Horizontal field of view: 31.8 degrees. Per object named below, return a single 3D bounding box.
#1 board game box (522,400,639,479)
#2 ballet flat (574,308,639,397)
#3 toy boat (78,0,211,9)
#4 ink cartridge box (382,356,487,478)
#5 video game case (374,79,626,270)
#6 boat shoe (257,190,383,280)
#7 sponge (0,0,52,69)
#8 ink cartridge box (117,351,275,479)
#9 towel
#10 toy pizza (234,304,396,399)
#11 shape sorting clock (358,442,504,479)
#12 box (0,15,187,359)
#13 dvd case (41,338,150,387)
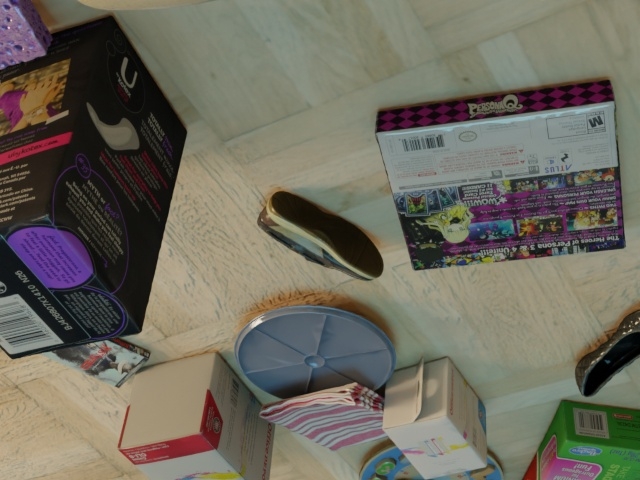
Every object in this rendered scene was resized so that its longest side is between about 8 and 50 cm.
[{"bbox_3d":[0.409,0.350,1.558,0.242,0.064,0.316,8,137,-2],"label":"board game box"},{"bbox_3d":[0.367,0.131,1.335,0.057,0.049,0.173,20,135,-17],"label":"ballet flat"},{"bbox_3d":[-0.135,-0.321,0.850,0.267,0.148,0.318,-5,144,18],"label":"toy boat"},{"bbox_3d":[0.143,0.222,1.427,0.090,0.092,0.143,-18,131,24],"label":"ink cartridge box"},{"bbox_3d":[0.189,-0.060,1.154,0.232,0.042,0.210,-7,136,13],"label":"video game case"},{"bbox_3d":[0.000,0.000,1.234,0.152,0.056,0.049,34,136,-15],"label":"boat shoe"},{"bbox_3d":[-0.340,-0.243,0.999,0.117,0.031,0.210,-13,127,17],"label":"sponge"},{"bbox_3d":[-0.156,0.255,1.466,0.127,0.128,0.176,-15,133,21],"label":"ink cartridge box"},{"bbox_3d":[0.030,0.238,1.466,0.144,0.029,0.197,-17,149,26],"label":"towel"},{"bbox_3d":[-0.006,0.138,1.394,0.201,0.032,0.201,3,137,3],"label":"toy pizza"},{"bbox_3d":[0.157,0.345,1.596,0.206,0.040,0.206,3,138,3],"label":"shape sorting clock"},{"bbox_3d":[-0.238,-0.051,1.038,0.143,0.270,0.165,-12,134,19],"label":"box"},{"bbox_3d":[-0.291,0.145,1.446,0.119,0.013,0.087,28,133,-24],"label":"dvd case"}]
